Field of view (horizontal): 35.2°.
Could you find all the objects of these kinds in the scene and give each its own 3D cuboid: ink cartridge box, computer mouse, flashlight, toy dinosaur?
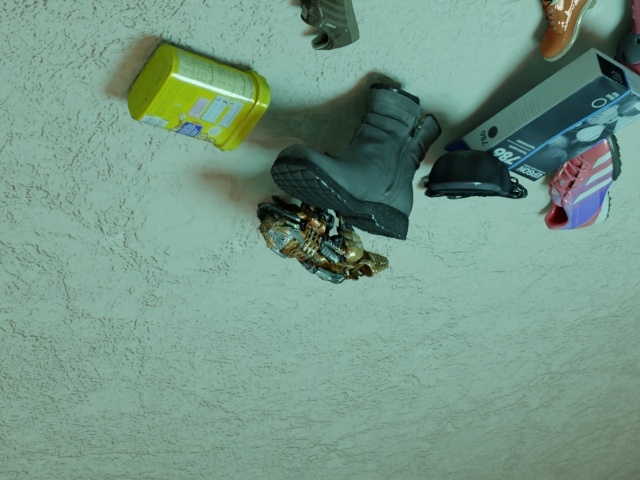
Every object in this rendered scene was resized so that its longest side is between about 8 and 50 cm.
[{"bbox_3d":[0.386,-0.191,1.727,0.165,0.065,0.333,16,144,-38],"label":"ink cartridge box"},{"bbox_3d":[0.251,-0.113,1.718,0.188,0.072,0.272,2,179,15],"label":"computer mouse"},{"bbox_3d":[0.515,-0.371,1.629,0.103,0.103,0.304,-31,140,0],"label":"flashlight"},{"bbox_3d":[0.000,0.000,1.688,0.164,0.218,0.322,-29,144,5],"label":"toy dinosaur"}]

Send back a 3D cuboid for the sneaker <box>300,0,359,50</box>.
[{"bbox_3d":[0.004,-0.329,1.397,0.071,0.066,0.188,-24,144,1],"label":"sneaker"}]

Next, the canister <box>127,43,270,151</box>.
[{"bbox_3d":[-0.175,-0.204,1.448,0.170,0.073,0.126,14,130,-40],"label":"canister"}]

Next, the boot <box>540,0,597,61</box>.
[{"bbox_3d":[0.373,-0.356,1.595,0.085,0.059,0.158,1,129,-27],"label":"boot"}]

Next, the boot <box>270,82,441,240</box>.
[{"bbox_3d":[0.059,-0.148,1.566,0.338,0.118,0.222,27,79,-57],"label":"boot"}]

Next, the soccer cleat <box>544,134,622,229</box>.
[{"bbox_3d":[0.495,-0.122,1.928,0.116,0.108,0.318,-18,147,-3],"label":"soccer cleat"}]
